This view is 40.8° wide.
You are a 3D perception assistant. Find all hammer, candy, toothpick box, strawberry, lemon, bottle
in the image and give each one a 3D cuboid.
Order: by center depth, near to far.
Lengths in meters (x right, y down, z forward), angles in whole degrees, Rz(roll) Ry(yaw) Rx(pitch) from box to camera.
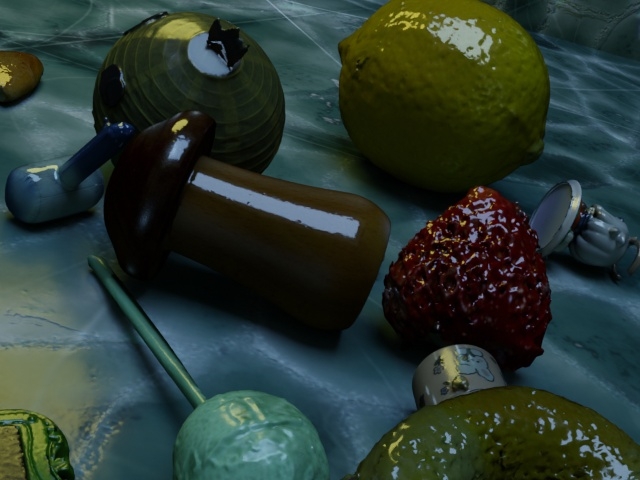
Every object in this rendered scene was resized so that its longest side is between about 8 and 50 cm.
[{"bbox_3d":[-0.132,0.115,0.777,0.119,0.119,0.440,-3,25,-33],"label":"candy"},{"bbox_3d":[0.143,0.173,0.795,0.098,0.099,0.152,10,27,-12],"label":"bottle"},{"bbox_3d":[-0.082,-0.018,0.931,0.294,0.192,0.192,21,27,-4],"label":"toothpick box"},{"bbox_3d":[0.170,0.041,0.955,0.184,0.202,0.186,15,2,-44],"label":"strawberry"},{"bbox_3d":[-0.267,-0.085,0.965,0.116,0.194,0.070,-22,84,-51],"label":"hammer"},{"bbox_3d":[0.191,-0.234,1.356,0.336,0.336,0.336,13,28,-7],"label":"lemon"}]

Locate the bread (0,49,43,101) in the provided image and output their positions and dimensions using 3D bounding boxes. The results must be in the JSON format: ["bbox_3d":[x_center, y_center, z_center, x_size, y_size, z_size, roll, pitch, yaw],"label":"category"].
[{"bbox_3d":[-0.479,-0.246,1.278,0.154,0.054,0.136,-4,37,-29],"label":"bread"}]

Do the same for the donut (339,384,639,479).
[{"bbox_3d":[0.136,0.198,0.557,0.272,0.107,0.272,14,29,-8],"label":"donut"}]

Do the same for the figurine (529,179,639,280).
[{"bbox_3d":[0.392,0.000,1.248,0.153,0.132,0.132,26,26,-9],"label":"figurine"}]

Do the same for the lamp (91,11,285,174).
[{"bbox_3d":[-0.156,-0.176,1.081,0.250,0.284,0.250,10,63,-21],"label":"lamp"}]

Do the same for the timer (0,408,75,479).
[{"bbox_3d":[-0.243,0.178,0.623,0.128,0.047,0.140,2,32,-27],"label":"timer"}]

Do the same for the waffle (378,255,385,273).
[{"bbox_3d":[0.000,0.000,1.092,0.148,0.042,0.102,6,29,-19],"label":"waffle"}]
